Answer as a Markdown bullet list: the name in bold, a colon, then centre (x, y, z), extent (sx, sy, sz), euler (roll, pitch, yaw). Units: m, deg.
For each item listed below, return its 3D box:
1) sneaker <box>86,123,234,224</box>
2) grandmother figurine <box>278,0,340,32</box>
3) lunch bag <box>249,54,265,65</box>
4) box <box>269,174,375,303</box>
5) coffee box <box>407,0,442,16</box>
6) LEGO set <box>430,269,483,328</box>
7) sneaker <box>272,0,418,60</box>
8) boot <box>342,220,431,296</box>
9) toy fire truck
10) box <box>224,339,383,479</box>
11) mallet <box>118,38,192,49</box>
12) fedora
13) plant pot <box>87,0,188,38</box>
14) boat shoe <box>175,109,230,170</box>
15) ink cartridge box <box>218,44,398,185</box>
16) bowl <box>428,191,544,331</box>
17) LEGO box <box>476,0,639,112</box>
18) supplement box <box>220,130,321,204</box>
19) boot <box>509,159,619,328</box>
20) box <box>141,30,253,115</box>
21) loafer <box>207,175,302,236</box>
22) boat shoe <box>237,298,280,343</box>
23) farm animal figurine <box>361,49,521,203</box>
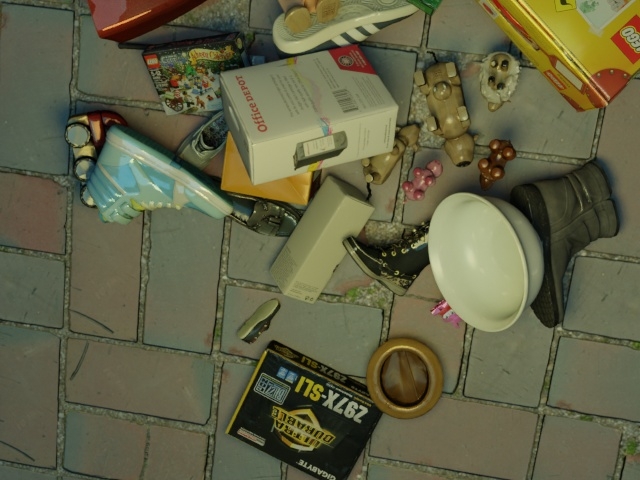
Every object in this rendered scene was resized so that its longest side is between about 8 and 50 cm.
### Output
- **sneaker**: centre (-0.366, -0.091, 1.844), extent (0.319, 0.127, 0.208), euler (33, 99, -4)
- **grandmother figurine**: centre (-0.075, -0.597, 1.726), extent (0.208, 0.104, 0.342), euler (-21, 69, -17)
- **lunch bag**: centre (-0.163, -0.381, 1.873), extent (0.083, 0.053, 0.071), euler (7, 103, 17)
- **box**: centre (0.000, 0.000, 1.899), extent (0.094, 0.113, 0.275), euler (22, 110, -35)
- **coffee box**: centre (0.235, -0.568, 1.732), extent (0.113, 0.040, 0.184), euler (31, 76, 0)
- **LEGO set**: centre (0.365, 0.115, 1.903), extent (0.227, 0.087, 0.093), euler (-40, 98, 9)
- **sneaker**: centre (0.064, -0.462, 1.796), extent (0.350, 0.148, 0.131), euler (-20, 64, -7)
- **boot**: centre (0.173, 0.012, 1.865), extent (0.178, 0.085, 0.236), euler (-43, 132, 12)
- **toy fire truck**: centre (-0.448, -0.197, 1.928), extent (0.246, 0.158, 0.217), euler (-13, 107, -12)
- **box**: centre (-0.035, 0.427, 2.041), extent (0.322, 0.079, 0.257), euler (27, 104, 1)
- **mallet**: centre (-0.372, -0.436, 1.885), extent (0.190, 0.062, 0.039), euler (3, 107, 8)
- **fedora**: centre (0.199, 0.321, 1.972), extent (0.194, 0.079, 0.194), euler (0, 95, 6)
- **plant pot**: centre (-0.368, -0.582, 1.759), extent (0.236, 0.267, 0.267), euler (-15, 101, 0)
- **boat shoe**: centre (-0.261, -0.229, 1.909), extent (0.227, 0.081, 0.079), euler (-42, 95, 15)
- **ink cartridge box**: centre (-0.027, -0.259, 1.688), extent (0.306, 0.226, 0.131), euler (-16, 143, -13)
- **bowl**: centre (0.369, 0.031, 1.748), extent (0.134, 0.298, 0.297), euler (-16, 104, -28)
- **LEGO box**: centre (0.497, -0.561, 1.621), extent (0.372, 0.193, 0.500), euler (-43, 94, 2)
- **supplement box**: centre (-0.098, -0.175, 1.840), extent (0.191, 0.194, 0.129), euler (11, 106, 6)
- **boot**: centre (0.551, 0.012, 1.809), extent (0.223, 0.118, 0.338), euler (-15, 107, -14)
- **box**: centre (-0.260, -0.365, 1.842), extent (0.233, 0.044, 0.159), euler (-3, 128, 21)
- **loafer**: centre (-0.171, -0.068, 1.934), extent (0.268, 0.084, 0.096), euler (22, 106, 3)
- **boat shoe**: centre (-0.143, 0.196, 2.019), extent (0.133, 0.049, 0.042), euler (-46, 121, 9)
- **farm animal figurine**: centre (0.258, -0.238, 1.797), extent (0.330, 0.172, 0.326), euler (3, 92, 16)
